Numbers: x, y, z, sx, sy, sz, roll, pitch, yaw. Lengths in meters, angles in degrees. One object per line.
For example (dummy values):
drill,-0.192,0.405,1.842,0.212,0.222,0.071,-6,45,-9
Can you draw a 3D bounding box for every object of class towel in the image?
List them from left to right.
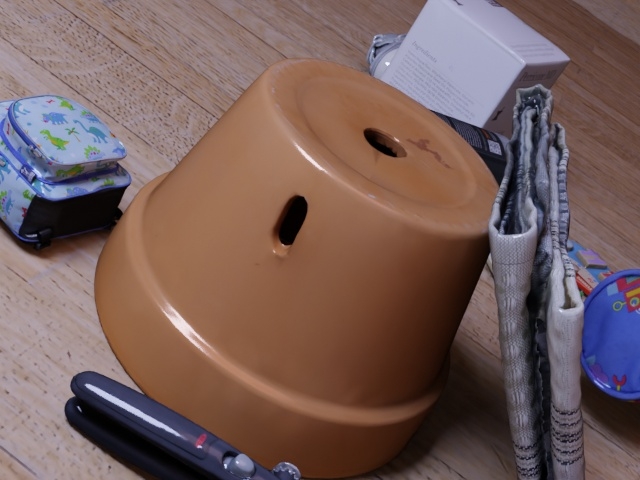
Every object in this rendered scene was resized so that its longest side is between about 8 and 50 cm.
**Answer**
towel,0.179,0.069,0.710,0.056,0.324,0.312,-4,25,17

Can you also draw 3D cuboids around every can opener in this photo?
can opener,-0.078,0.139,0.576,0.186,0.059,0.073,36,31,6

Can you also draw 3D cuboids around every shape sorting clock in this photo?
shape sorting clock,0.278,0.044,1.067,0.206,0.040,0.206,24,31,-15

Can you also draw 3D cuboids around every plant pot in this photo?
plant pot,0.000,0.000,0.710,0.290,0.204,0.291,23,31,-15

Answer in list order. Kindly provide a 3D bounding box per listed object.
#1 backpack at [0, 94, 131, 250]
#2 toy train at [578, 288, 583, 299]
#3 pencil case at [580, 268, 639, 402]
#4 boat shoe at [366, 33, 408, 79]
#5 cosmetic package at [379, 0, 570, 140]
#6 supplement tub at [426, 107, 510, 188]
backpack,-0.213,-0.064,0.721,0.114,0.084,0.105,39,28,16
toy train,0.247,0.040,1.009,0.083,0.017,0.023,35,30,15
pencil case,0.377,0.108,0.948,0.306,0.119,0.133,12,40,-47
boat shoe,0.105,-0.248,1.305,0.081,0.079,0.227,33,23,14
cosmetic package,0.183,-0.196,1.184,0.151,0.184,0.151,44,32,19
supplement tub,0.115,-0.083,1.023,0.190,0.117,0.117,15,34,-29
